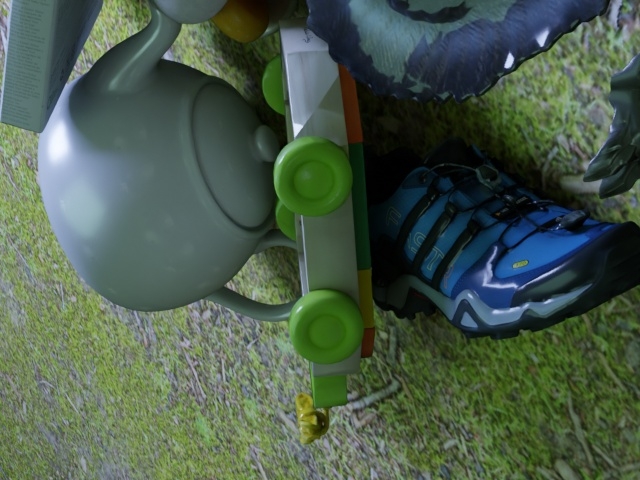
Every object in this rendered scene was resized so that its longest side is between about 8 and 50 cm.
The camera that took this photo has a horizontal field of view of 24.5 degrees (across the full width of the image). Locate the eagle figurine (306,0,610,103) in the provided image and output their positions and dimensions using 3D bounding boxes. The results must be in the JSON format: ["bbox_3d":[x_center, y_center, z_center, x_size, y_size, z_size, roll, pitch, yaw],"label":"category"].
[{"bbox_3d":[0.101,-0.219,0.796,0.225,0.226,0.298,62,170,5],"label":"eagle figurine"}]

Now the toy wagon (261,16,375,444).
[{"bbox_3d":[0.000,0.000,1.187,0.267,0.068,0.344,-100,4,-68],"label":"toy wagon"}]

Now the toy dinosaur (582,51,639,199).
[{"bbox_3d":[0.284,-0.068,0.775,0.218,0.164,0.322,23,108,33],"label":"toy dinosaur"}]

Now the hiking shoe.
[{"bbox_3d":[0.113,-0.008,1.077,0.304,0.113,0.132,0,112,58],"label":"hiking shoe"}]

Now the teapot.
[{"bbox_3d":[-0.119,-0.058,1.349,0.187,0.256,0.252,-15,74,24],"label":"teapot"}]

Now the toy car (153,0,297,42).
[{"bbox_3d":[-0.078,-0.257,1.201,0.136,0.159,0.182,-40,74,23],"label":"toy car"}]

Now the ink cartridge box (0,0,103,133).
[{"bbox_3d":[-0.217,-0.243,1.263,0.223,0.045,0.224,-79,6,-51],"label":"ink cartridge box"}]
